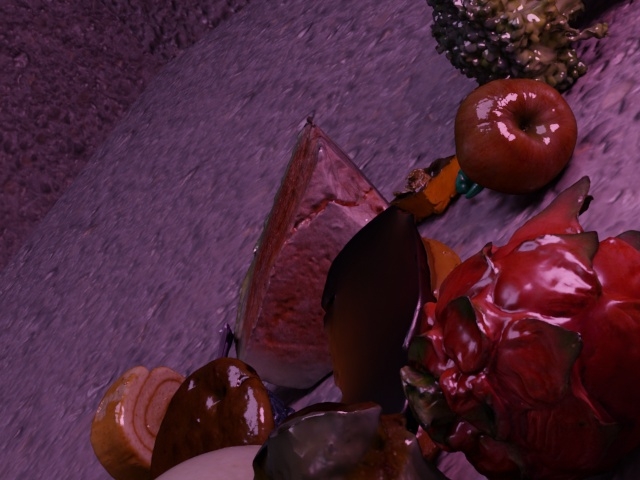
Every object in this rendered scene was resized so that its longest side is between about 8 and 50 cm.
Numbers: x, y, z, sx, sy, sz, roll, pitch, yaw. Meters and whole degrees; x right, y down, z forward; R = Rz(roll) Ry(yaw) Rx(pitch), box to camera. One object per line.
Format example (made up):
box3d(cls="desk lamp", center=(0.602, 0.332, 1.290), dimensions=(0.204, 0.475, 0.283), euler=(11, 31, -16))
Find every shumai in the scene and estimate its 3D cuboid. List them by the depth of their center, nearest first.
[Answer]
box3d(cls="shumai", center=(-0.005, 0.249, 1.020), dimensions=(0.272, 0.204, 0.222), euler=(-55, 12, -25))

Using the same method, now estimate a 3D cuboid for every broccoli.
box3d(cls="broccoli", center=(0.240, -0.344, 1.798), dimensions=(0.318, 0.277, 0.338), euler=(-28, 22, -15))

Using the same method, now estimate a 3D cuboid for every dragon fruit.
box3d(cls="dragon fruit", center=(0.173, 0.073, 1.079), dimensions=(0.274, 0.192, 0.193), euler=(-31, 41, -34))

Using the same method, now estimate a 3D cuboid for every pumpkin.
box3d(cls="pumpkin", center=(0.123, -0.061, 1.735), dimensions=(0.074, 0.054, 0.083), euler=(-49, 12, -30))

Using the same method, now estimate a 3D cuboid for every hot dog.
box3d(cls="hot dog", center=(0.076, 0.110, 1.360), dimensions=(0.194, 0.107, 0.326), euler=(-43, 23, 38))

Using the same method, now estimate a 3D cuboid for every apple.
box3d(cls="apple", center=(0.202, -0.107, 1.557), dimensions=(0.126, 0.126, 0.102), euler=(-50, 0, -18))

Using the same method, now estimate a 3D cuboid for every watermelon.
box3d(cls="watermelon", center=(0.000, 0.000, 1.629), dimensions=(0.232, 0.193, 0.310), euler=(-27, 25, 47))

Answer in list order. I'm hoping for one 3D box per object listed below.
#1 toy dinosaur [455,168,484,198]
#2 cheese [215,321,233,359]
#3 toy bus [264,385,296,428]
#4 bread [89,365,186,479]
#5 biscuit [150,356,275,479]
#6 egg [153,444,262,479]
box3d(cls="toy dinosaur", center=(0.183, -0.080, 1.652), dimensions=(0.096, 0.059, 0.132), euler=(-45, 6, 28))
box3d(cls="cheese", center=(-0.121, 0.185, 1.616), dimensions=(0.105, 0.042, 0.190), euler=(92, -171, -80))
box3d(cls="toy bus", center=(-0.056, 0.199, 1.537), dimensions=(0.065, 0.047, 0.166), euler=(-47, 17, 3))
box3d(cls="bread", center=(-0.196, 0.207, 1.710), dimensions=(0.073, 0.122, 0.149), euler=(-28, 24, 34))
box3d(cls="biscuit", center=(-0.115, 0.218, 1.493), dimensions=(0.212, 0.036, 0.212), euler=(-29, 52, 46))
box3d(cls="egg", center=(-0.087, 0.276, 1.181), dimensions=(0.253, 0.186, 0.186), euler=(-55, 20, -24))
